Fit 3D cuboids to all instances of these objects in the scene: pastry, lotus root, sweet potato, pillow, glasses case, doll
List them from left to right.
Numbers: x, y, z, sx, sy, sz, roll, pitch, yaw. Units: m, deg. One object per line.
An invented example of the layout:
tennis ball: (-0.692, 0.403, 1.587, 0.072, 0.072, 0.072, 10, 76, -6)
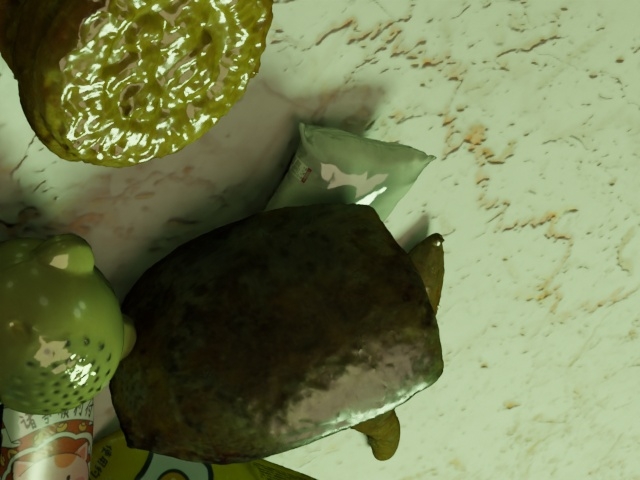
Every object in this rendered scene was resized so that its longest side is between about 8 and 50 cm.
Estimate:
doll: (-0.299, 0.100, 1.679, 0.260, 0.161, 0.177, -28, 138, -7)
glasses case: (-0.279, 0.235, 1.862, 0.103, 0.067, 0.267, -17, 124, -45)
pastry: (-0.143, -0.170, 1.551, 0.235, 0.132, 0.240, 7, 125, -39)
lotus root: (-0.056, 0.082, 1.762, 0.314, 0.210, 0.142, -19, 132, 0)
pillow: (0.001, 0.001, 1.861, 0.144, 0.078, 0.254, 9, 124, -28)
sweet potato: (0.072, 0.144, 2.060, 0.108, 0.079, 0.346, -25, 144, -33)

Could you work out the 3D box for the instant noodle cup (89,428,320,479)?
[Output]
instant noodle cup: (-0.103, 0.357, 1.980, 0.325, 0.325, 0.254, -50, 148, 15)
